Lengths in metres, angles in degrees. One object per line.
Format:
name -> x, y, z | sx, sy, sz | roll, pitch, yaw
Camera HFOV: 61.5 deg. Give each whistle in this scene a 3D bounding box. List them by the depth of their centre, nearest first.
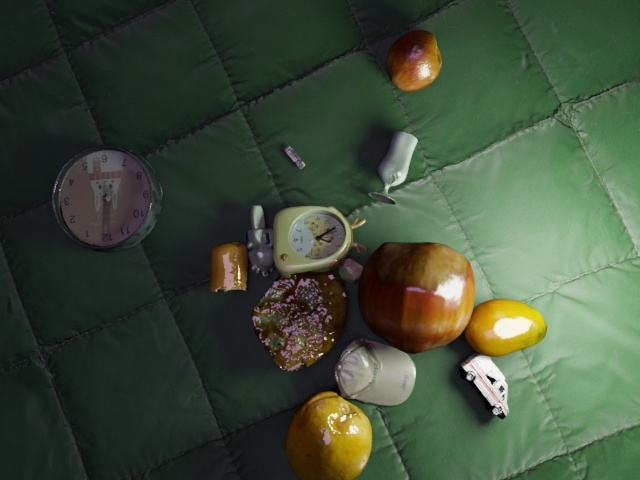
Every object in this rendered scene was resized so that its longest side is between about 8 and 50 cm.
whistle -> -0.204, 0.003, 1.818 | 0.110, 0.092, 0.244 | -7, 86, -39

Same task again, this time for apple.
apple -> 0.312, -0.606, 1.806 | 0.173, 0.160, 0.195 | -9, 77, 27

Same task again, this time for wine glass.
wine glass -> 0.244, -0.244, 1.792 | 0.103, 0.103, 0.230 | 20, 85, 7

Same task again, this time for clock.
clock -> 0.000, 0.000, 1.767 | 0.308, 0.096, 0.234 | -4, 60, 5
clock -> -0.757, -0.150, 1.899 | 0.387, 0.076, 0.385 | -1, 84, 6

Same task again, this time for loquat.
loquat -> 0.019, 0.620, 1.657 | 0.276, 0.276, 0.283 | 38, 96, 8

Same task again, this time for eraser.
eraser -> -0.090, -0.291, 1.873 | 0.027, 0.019, 0.099 | -43, 82, 14

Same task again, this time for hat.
hat -> 0.176, 0.429, 1.725 | 0.245, 0.149, 0.214 | 9, 86, 17

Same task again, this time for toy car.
toy car -> 0.536, 0.456, 1.703 | 0.108, 0.089, 0.209 | -35, 79, -6

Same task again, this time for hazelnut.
hazelnut -> 0.292, 0.169, 1.652 | 0.366, 0.366, 0.365 | -1, 84, 6

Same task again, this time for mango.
mango -> 0.573, 0.266, 1.689 | 0.255, 0.139, 0.175 | -14, 68, -13

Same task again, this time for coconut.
coconut -> 0.096, 0.099, 1.789 | 0.081, 0.082, 0.083 | -26, 126, -20

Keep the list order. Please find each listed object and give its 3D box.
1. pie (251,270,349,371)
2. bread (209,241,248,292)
pie -> -0.062, 0.251, 1.777 | 0.288, 0.103, 0.354 | 34, 81, 8
bread -> -0.313, 0.090, 1.826 | 0.134, 0.085, 0.173 | -3, 85, 5
